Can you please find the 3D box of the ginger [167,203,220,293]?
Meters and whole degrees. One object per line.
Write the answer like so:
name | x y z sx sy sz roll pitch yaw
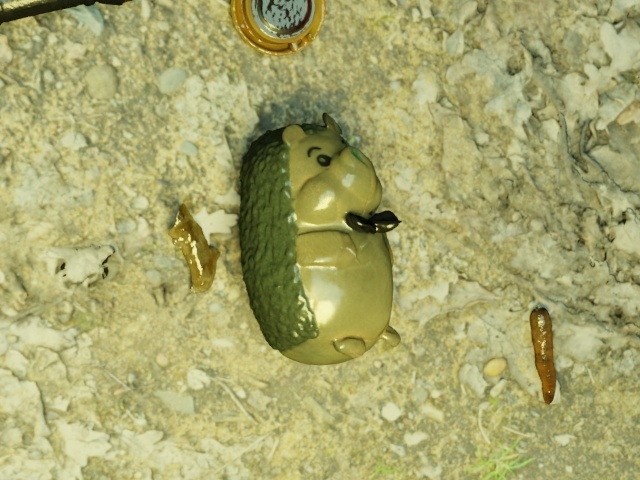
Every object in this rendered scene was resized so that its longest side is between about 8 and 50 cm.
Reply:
ginger | -0.185 0.010 1.701 0.057 0.044 0.137 -48 122 -53

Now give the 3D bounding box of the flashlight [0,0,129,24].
flashlight | -0.371 -0.343 1.603 0.232 0.093 0.093 -18 99 -10

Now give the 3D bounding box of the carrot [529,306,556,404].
carrot | 0.358 0.186 1.877 0.035 0.035 0.165 -9 99 -16

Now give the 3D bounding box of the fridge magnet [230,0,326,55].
fridge magnet | -0.060 -0.339 1.700 0.143 0.063 0.143 -2 98 -15

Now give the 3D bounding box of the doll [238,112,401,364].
doll | 0.000 0.000 1.661 0.247 0.247 0.350 -13 84 -15
